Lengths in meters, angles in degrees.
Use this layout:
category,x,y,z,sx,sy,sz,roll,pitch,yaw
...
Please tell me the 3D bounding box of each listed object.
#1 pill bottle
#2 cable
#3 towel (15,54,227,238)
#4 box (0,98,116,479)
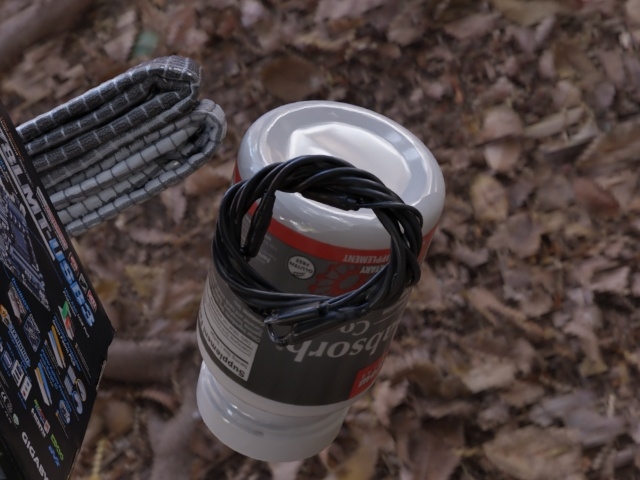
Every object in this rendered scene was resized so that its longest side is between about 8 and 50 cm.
category,x,y,z,sx,sy,sz,roll,pitch,yaw
pill bottle,-0.015,0.053,1.423,0.210,0.363,0.210,10,41,-9
cable,0.000,0.000,1.125,0.184,0.150,0.047,-25,3,27
towel,-0.237,-0.092,1.384,0.284,0.121,0.235,-27,12,0
box,-0.246,0.018,0.938,0.073,0.295,0.293,-19,22,6
